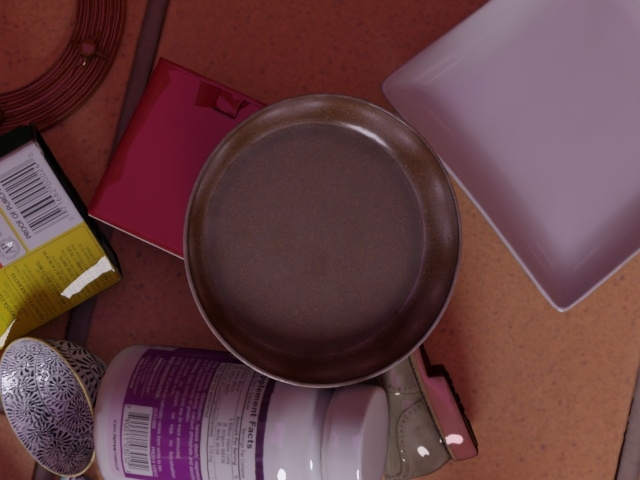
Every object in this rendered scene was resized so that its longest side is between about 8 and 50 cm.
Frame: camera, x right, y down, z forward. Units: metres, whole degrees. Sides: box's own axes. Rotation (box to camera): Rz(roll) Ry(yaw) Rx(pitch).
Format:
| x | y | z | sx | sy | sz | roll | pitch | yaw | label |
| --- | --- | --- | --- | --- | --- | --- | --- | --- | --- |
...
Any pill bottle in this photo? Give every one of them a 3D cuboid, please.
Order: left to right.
| x | y | z | sx | sy | sz | roll | pitch | yaw | label |
| --- | --- | --- | --- | --- | --- | --- | --- | --- | --- |
| -0.083 | 0.208 | 1.740 | 0.301 | 0.169 | 0.169 | 4 | 85 | 16 | pill bottle |

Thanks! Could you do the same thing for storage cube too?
| x | y | z | sx | sy | sz | roll | pitch | yaw | label |
| --- | --- | --- | --- | --- | --- | --- | --- | --- | --- |
| -0.125 | -0.069 | 1.787 | 0.215 | 0.183 | 0.193 | 26 | 87 | 4 | storage cube |

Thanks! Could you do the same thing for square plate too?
| x | y | z | sx | sy | sz | roll | pitch | yaw | label |
| --- | --- | --- | --- | --- | --- | --- | --- | --- | --- |
| 0.306 | -0.152 | 1.845 | 0.347 | 0.049 | 0.344 | -38 | 85 | -1 | square plate |

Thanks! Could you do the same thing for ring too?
| x | y | z | sx | sy | sz | roll | pitch | yaw | label |
| --- | --- | --- | --- | --- | --- | --- | --- | --- | --- |
| -0.402 | -0.284 | 1.894 | 0.336 | 0.032 | 0.337 | 0 | 85 | 3 | ring |

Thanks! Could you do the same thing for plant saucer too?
| x | y | z | sx | sy | sz | roll | pitch | yaw | label |
| --- | --- | --- | --- | --- | --- | --- | --- | --- | --- |
| 0.000 | 0.000 | 1.679 | 0.310 | 0.050 | 0.311 | 0 | 91 | -19 | plant saucer |

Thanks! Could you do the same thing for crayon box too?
| x | y | z | sx | sy | sz | roll | pitch | yaw | label |
| --- | --- | --- | --- | --- | --- | --- | --- | --- | --- |
| -0.414 | 0.031 | 1.799 | 0.318 | 0.081 | 0.202 | -29 | 116 | -1 | crayon box |

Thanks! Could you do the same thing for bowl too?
| x | y | z | sx | sy | sz | roll | pitch | yaw | label |
| --- | --- | --- | --- | --- | --- | --- | --- | --- | --- |
| -0.285 | 0.178 | 1.810 | 0.080 | 0.170 | 0.170 | -24 | 82 | -44 | bowl |

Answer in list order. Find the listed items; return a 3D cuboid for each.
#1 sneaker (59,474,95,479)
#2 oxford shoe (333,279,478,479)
| x | y | z | sx | sy | sz | roll | pitch | yaw | label |
| --- | --- | --- | --- | --- | --- | --- | --- | --- | --- |
| -0.280 | 0.321 | 1.832 | 0.069 | 0.038 | 0.098 | 16 | 86 | 4 | sneaker |
| 0.052 | 0.111 | 1.798 | 0.130 | 0.123 | 0.348 | -26 | 83 | 5 | oxford shoe |
